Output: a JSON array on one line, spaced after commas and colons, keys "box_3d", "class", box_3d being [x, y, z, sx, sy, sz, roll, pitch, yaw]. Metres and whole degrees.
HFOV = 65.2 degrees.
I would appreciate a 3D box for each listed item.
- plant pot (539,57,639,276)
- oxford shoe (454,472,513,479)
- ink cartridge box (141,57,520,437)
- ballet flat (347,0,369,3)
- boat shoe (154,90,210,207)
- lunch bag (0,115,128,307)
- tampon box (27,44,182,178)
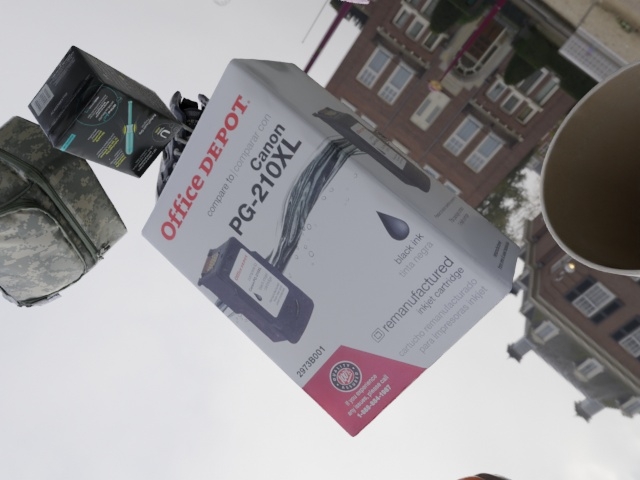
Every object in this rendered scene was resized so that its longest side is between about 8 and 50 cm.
[{"box_3d": [0.465, -0.053, 0.607, 0.274, 0.256, 0.256, 17, -144, -27], "class": "plant pot"}, {"box_3d": [0.279, 0.348, 0.566, 0.099, 0.096, 0.271, -1, -164, -36], "class": "oxford shoe"}, {"box_3d": [0.000, 0.000, 0.391, 0.237, 0.172, 0.100, 41, -153, 9], "class": "ink cartridge box"}, {"box_3d": [-0.003, -0.502, 0.908, 0.221, 0.079, 0.077, 45, -178, -20], "class": "ballet flat"}, {"box_3d": [-0.244, -0.154, 0.928, 0.127, 0.158, 0.340, -2, -142, -21], "class": "boat shoe"}, {"box_3d": [-0.559, -0.038, 0.964, 0.213, 0.305, 0.256, 27, -121, 19], "class": "lunch bag"}, {"box_3d": [-0.320, -0.187, 0.759, 0.101, 0.120, 0.161, 49, -168, 24], "class": "tampon box"}]
